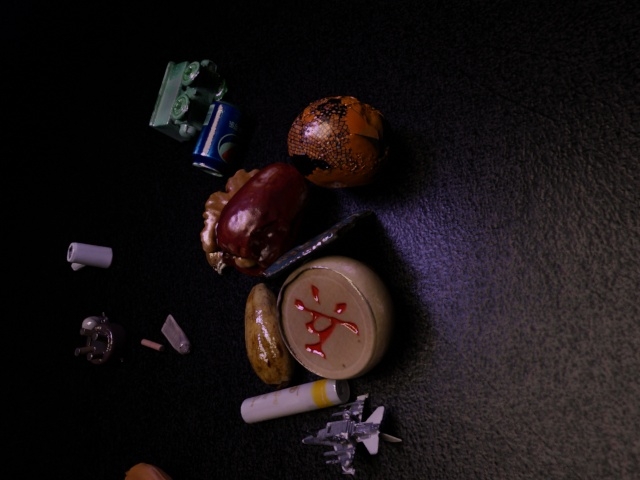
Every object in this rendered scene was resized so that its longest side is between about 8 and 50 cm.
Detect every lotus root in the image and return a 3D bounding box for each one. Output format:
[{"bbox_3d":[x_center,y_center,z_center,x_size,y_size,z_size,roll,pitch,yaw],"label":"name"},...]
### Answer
[{"bbox_3d":[-0.128,0.220,1.128,0.110,0.097,0.258,-38,52,24],"label":"lotus root"},{"bbox_3d":[-0.279,0.014,1.331,0.072,0.063,0.152,-3,74,24],"label":"lotus root"}]

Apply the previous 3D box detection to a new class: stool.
[{"bbox_3d":[-0.683,0.300,1.499,0.217,0.121,0.125,44,103,33],"label":"stool"}]

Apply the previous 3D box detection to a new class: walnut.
[{"bbox_3d":[-0.151,-0.058,1.167,0.244,0.221,0.269,22,70,16],"label":"walnut"}]

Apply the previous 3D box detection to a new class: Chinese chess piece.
[{"bbox_3d":[0.030,0.153,0.974,0.250,0.103,0.249,8,105,32],"label":"Chinese chess piece"}]

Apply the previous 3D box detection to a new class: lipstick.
[{"bbox_3d":[-0.060,0.348,1.054,0.264,0.059,0.059,-23,62,28],"label":"lipstick"},{"bbox_3d":[-0.489,0.305,1.413,0.094,0.019,0.019,6,78,38],"label":"lipstick"}]

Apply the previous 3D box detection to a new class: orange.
[{"bbox_3d":[0.042,-0.208,1.063,0.234,0.234,0.182,-2,89,36],"label":"orange"}]

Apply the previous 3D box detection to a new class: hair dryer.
[{"bbox_3d":[-0.834,0.065,1.702,0.236,0.131,0.073,-16,68,47],"label":"hair dryer"}]

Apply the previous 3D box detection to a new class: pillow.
[{"bbox_3d":[-0.002,0.001,1.032,0.189,0.255,0.034,-27,95,26],"label":"pillow"}]

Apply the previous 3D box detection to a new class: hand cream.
[{"bbox_3d":[-0.405,0.269,1.362,0.165,0.037,0.057,31,94,47],"label":"hand cream"}]

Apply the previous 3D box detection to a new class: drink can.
[{"bbox_3d":[-0.296,-0.296,1.419,0.118,0.118,0.205,16,85,39],"label":"drink can"}]

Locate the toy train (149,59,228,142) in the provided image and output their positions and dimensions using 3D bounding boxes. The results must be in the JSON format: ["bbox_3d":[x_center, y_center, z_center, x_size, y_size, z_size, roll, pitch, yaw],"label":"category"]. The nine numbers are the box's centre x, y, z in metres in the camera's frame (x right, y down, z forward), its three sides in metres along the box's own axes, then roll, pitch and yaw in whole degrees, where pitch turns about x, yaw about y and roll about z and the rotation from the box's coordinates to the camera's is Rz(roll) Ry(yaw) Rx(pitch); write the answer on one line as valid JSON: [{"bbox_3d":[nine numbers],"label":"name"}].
[{"bbox_3d":[-0.412,-0.446,1.542,0.202,0.145,0.266,5,77,41],"label":"toy train"}]

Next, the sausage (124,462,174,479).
[{"bbox_3d":[-0.360,0.651,1.136,0.354,0.116,0.134,30,108,42],"label":"sausage"}]

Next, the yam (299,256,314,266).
[{"bbox_3d":[0.025,0.086,1.078,0.169,0.068,0.068,19,86,38],"label":"yam"}]

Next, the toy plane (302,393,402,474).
[{"bbox_3d":[0.039,0.379,0.956,0.234,0.082,0.160,-15,39,31],"label":"toy plane"}]

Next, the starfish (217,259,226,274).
[{"bbox_3d":[-0.226,-0.009,1.281,0.176,0.053,0.208,14,81,1],"label":"starfish"}]
